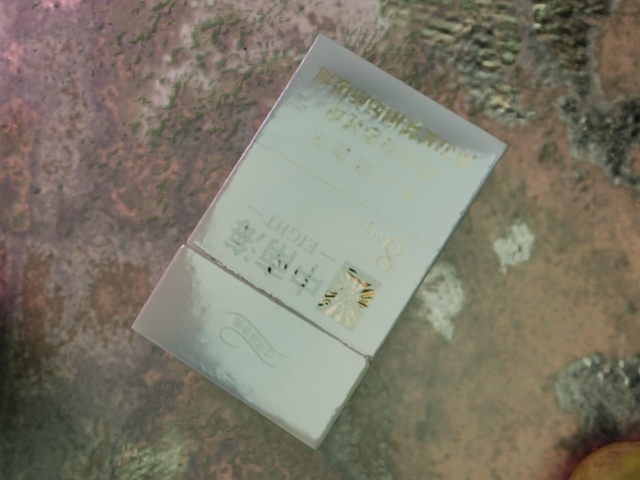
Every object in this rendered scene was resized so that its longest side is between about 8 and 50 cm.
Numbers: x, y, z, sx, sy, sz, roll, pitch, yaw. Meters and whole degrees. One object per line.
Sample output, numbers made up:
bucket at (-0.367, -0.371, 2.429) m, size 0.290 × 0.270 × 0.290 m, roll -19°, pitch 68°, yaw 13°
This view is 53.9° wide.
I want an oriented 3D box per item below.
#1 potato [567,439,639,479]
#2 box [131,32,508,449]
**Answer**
potato at (0.232, 0.180, 0.425) m, size 0.138 × 0.070 × 0.091 m, roll -6°, pitch 85°, yaw 1°
box at (0.000, 0.000, 0.449) m, size 0.155 × 0.067 × 0.243 m, roll 31°, pitch 88°, yaw 6°
